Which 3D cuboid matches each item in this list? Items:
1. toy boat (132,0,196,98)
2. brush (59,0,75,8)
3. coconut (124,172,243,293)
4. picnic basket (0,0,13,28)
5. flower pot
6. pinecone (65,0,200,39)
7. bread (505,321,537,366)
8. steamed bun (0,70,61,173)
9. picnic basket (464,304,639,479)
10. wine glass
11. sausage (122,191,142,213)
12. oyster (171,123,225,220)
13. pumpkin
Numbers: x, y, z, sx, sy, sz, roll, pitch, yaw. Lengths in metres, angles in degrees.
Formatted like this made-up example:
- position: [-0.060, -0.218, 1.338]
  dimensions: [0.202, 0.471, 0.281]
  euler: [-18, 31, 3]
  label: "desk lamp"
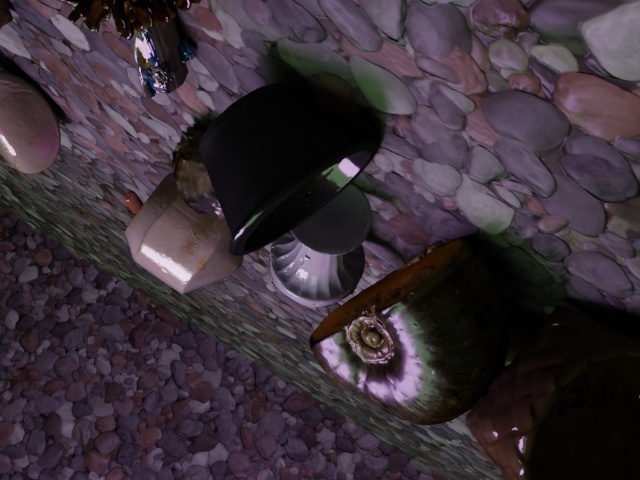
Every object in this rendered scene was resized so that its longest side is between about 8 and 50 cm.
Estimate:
- position: [-0.221, -0.280, 1.004]
  dimensions: [0.066, 0.084, 0.210]
  euler: [21, 149, 22]
  label: "toy boat"
- position: [-0.402, -0.380, 1.115]
  dimensions: [0.248, 0.036, 0.043]
  euler: [29, 158, 36]
  label: "brush"
- position: [-0.248, -0.015, 1.492]
  dimensions: [0.241, 0.241, 0.241]
  euler: [30, 161, 11]
  label: "coconut"
- position: [-0.623, -0.371, 1.270]
  dimensions: [0.138, 0.178, 0.128]
  euler: [31, 161, 9]
  label: "picnic basket"
- position: [-0.061, -0.104, 0.992]
  dimensions: [0.148, 0.235, 0.235]
  euler: [51, 164, 9]
  label: "flower pot"
- position: [-0.204, -0.288, 0.795]
  dimensions: [0.163, 0.165, 0.163]
  euler: [31, 157, 15]
  label: "pinecone"
- position: [0.329, 0.200, 1.221]
  dimensions: [0.213, 0.104, 0.213]
  euler: [33, 161, 13]
  label: "bread"
- position: [-0.656, -0.272, 1.646]
  dimensions: [0.170, 0.153, 0.238]
  euler: [24, 145, 48]
  label: "steamed bun"
- position: [0.403, 0.285, 0.985]
  dimensions: [0.337, 0.293, 0.337]
  euler: [39, 177, 2]
  label: "picnic basket"
- position: [0.000, 0.000, 1.201]
  dimensions: [0.165, 0.164, 0.196]
  euler: [31, 157, 10]
  label: "wine glass"
- position: [-0.477, -0.096, 1.948]
  dimensions: [0.034, 0.034, 0.083]
  euler: [28, 160, 18]
  label: "sausage"
- position: [-0.142, -0.096, 1.237]
  dimensions: [0.198, 0.133, 0.337]
  euler: [34, 168, -24]
  label: "oyster"
- position: [0.160, 0.148, 1.153]
  dimensions: [0.232, 0.242, 0.325]
  euler: [51, 142, -7]
  label: "pumpkin"
